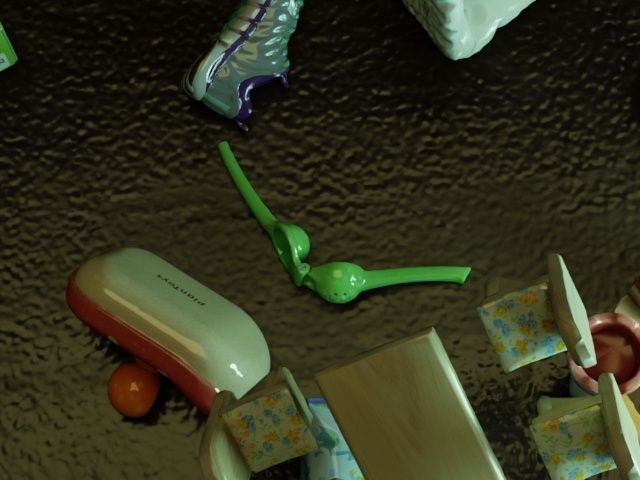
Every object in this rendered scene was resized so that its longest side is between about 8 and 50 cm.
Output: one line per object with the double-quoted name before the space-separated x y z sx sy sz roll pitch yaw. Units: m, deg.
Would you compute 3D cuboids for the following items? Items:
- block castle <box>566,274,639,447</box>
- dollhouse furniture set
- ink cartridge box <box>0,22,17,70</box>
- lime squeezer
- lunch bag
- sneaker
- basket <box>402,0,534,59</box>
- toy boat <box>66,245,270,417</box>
"block castle" 0.492 0.094 1.744 0.453 0.213 0.303 -36 76 -8
"dollhouse furniture set" 0.128 0.280 1.578 0.362 0.256 0.394 -23 108 12
"ink cartridge box" -0.495 -0.225 1.919 0.255 0.097 0.189 -31 76 -8
"lime squeezer" 0.000 0.000 1.864 0.310 0.059 0.110 28 77 10
"lunch bag" 0.056 0.226 1.783 0.151 0.096 0.129 0 75 -10
"sneaker" -0.055 -0.228 1.931 0.098 0.083 0.224 39 83 -10
"basket" 0.173 -0.430 1.846 0.331 0.328 0.266 -41 73 -9
"toy boat" -0.170 0.120 1.809 0.231 0.151 0.151 32 108 10
